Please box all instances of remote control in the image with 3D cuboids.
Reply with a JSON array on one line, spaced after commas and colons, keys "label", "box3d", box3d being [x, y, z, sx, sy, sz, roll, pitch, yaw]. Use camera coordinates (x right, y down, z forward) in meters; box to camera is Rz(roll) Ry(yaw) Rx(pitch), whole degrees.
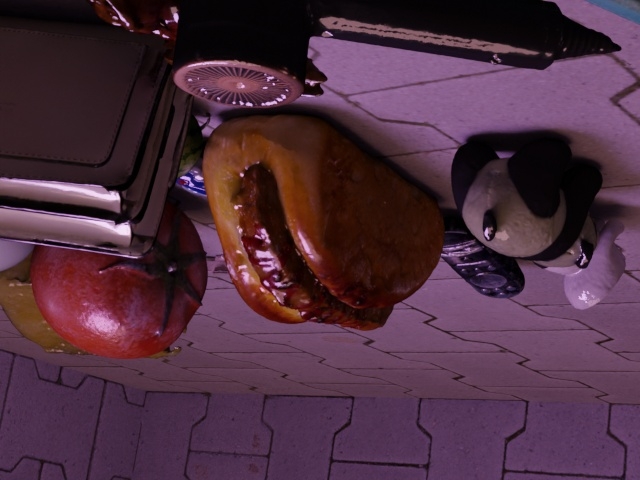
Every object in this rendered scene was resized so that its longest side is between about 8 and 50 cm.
[{"label": "remote control", "box3d": [0.232, 0.015, 1.931, 0.090, 0.066, 0.266, -14, 152, 24]}]

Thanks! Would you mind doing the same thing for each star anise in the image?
[{"label": "star anise", "box3d": [-0.112, -0.198, 1.189, 0.288, 0.088, 0.288, 19, -173, -2]}]

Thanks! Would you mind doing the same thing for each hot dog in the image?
[{"label": "hot dog", "box3d": [0.002, -0.001, 1.678, 0.185, 0.223, 0.405, 2, 163, 34]}]

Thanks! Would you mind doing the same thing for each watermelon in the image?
[{"label": "watermelon", "box3d": [-0.189, -0.121, 1.577, 0.109, 0.109, 0.109, 8, 165, 2]}]

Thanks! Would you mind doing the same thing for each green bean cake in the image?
[{"label": "green bean cake", "box3d": [-0.379, 0.058, 2.196, 0.310, 0.202, 0.285, 7, 153, 2]}]

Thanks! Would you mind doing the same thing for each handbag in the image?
[{"label": "handbag", "box3d": [-0.329, -0.128, 1.360, 0.358, 0.237, 0.160, 7, 153, 8]}]

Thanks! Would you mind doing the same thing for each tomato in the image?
[{"label": "tomato", "box3d": [-0.310, 0.049, 1.940, 0.265, 0.265, 0.265, 8, 165, 2]}]

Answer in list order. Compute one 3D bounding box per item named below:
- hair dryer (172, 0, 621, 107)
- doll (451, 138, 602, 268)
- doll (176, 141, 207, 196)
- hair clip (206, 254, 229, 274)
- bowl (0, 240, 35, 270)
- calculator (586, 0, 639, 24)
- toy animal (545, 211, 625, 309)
[{"label": "hair dryer", "box3d": [0.067, -0.194, 1.022, 0.352, 0.189, 0.107, 6, 168, -7]}, {"label": "doll", "box3d": [0.255, -0.039, 1.567, 0.143, 0.135, 0.234, 0, 167, 37]}, {"label": "doll", "box3d": [-0.170, -0.101, 1.702, 0.195, 0.070, 0.096, 24, -177, -22]}, {"label": "hair clip", "box3d": [-0.176, 0.047, 2.303, 0.226, 0.034, 0.072, 1, 167, 21]}, {"label": "bowl", "box3d": [-0.577, -0.034, 1.939, 0.354, 0.185, 0.354, 8, 165, 2]}, {"label": "calculator", "box3d": [0.271, -0.239, 0.962, 0.248, 0.058, 0.274, 16, 162, -27]}, {"label": "toy animal", "box3d": [0.302, -0.022, 1.718, 0.221, 0.131, 0.104, 38, -168, -11]}]
